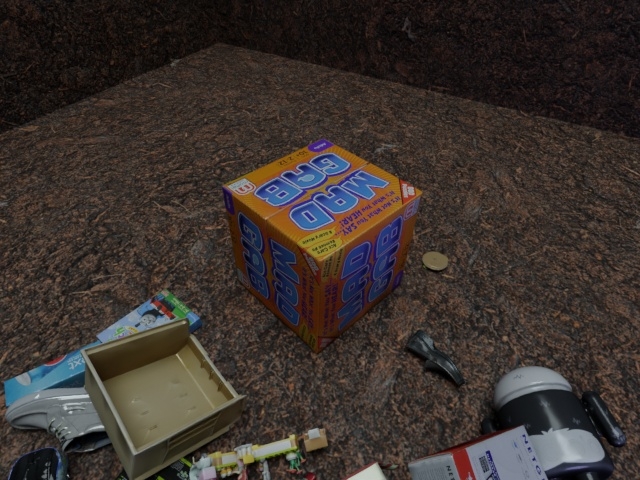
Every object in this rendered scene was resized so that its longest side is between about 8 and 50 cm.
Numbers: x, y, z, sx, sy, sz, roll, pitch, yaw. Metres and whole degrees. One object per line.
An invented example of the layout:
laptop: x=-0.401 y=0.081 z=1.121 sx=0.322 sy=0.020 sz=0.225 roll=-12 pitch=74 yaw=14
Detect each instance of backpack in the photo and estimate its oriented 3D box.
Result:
backpack: x=-0.552 y=0.478 z=0.792 sx=0.105 sy=0.084 sz=0.114 roll=-11 pitch=52 yaw=-10

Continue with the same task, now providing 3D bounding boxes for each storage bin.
storage bin: x=-0.335 y=0.324 z=0.880 sx=0.260 sy=0.123 sz=0.262 roll=-13 pitch=43 yaw=-45

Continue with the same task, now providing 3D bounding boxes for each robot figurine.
robot figurine: x=0.471 y=0.402 z=0.832 sx=0.209 sy=0.173 sz=0.278 roll=5 pitch=43 yaw=-10

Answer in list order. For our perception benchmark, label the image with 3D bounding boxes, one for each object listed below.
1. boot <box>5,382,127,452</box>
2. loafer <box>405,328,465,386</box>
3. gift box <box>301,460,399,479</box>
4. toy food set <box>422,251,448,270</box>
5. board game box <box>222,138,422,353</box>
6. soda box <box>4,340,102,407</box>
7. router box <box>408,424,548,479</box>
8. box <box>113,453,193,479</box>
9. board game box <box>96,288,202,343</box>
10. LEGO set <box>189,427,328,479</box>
boot: x=-0.550 y=0.394 z=0.873 sx=0.258 sy=0.095 sz=0.123 roll=-8 pitch=37 yaw=-11
loafer: x=0.288 y=0.305 z=1.019 sx=0.061 sy=0.062 sz=0.170 roll=-38 pitch=49 yaw=-7
gift box: x=0.041 y=0.517 z=0.655 sx=0.276 sy=0.255 sz=0.258 roll=-17 pitch=55 yaw=-23
toy food set: x=0.365 y=0.066 z=1.292 sx=0.083 sy=0.020 sz=0.083 roll=15 pitch=46 yaw=15
board game box: x=0.000 y=0.000 z=1.111 sx=0.357 sy=0.356 sz=0.356 roll=-33 pitch=54 yaw=-31
soda box: x=-0.618 y=0.328 z=0.964 sx=0.210 sy=0.067 sz=0.071 roll=-23 pitch=48 yaw=-24
router box: x=0.298 y=0.483 z=0.615 sx=0.301 sy=0.082 sz=0.335 roll=14 pitch=50 yaw=-45
box: x=-0.325 y=0.514 z=0.789 sx=0.191 sy=0.045 sz=0.184 roll=21 pitch=45 yaw=21
board game box: x=-0.454 y=0.241 z=1.080 sx=0.160 sy=0.039 sz=0.211 roll=31 pitch=52 yaw=27
LEGO set: x=-0.116 y=0.463 z=0.807 sx=0.287 sy=0.132 sz=0.107 roll=4 pitch=56 yaw=-31
